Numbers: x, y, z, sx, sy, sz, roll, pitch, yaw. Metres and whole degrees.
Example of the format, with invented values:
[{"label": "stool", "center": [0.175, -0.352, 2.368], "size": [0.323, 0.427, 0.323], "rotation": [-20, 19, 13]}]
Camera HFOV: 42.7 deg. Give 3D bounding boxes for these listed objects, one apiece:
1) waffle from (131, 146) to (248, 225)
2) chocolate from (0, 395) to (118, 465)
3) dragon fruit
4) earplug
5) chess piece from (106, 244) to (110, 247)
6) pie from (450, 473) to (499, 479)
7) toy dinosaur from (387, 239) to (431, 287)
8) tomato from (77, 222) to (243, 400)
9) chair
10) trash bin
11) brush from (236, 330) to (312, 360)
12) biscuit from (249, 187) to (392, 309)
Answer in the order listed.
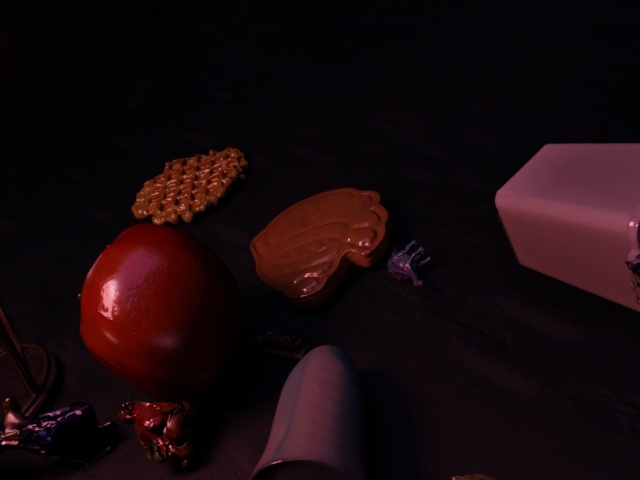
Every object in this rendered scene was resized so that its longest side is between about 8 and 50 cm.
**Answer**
[{"label": "waffle", "center": [-0.347, -0.145, 2.157], "size": [0.311, 0.060, 0.307], "rotation": [9, 47, 37]}, {"label": "chocolate", "center": [-0.549, 0.359, 1.511], "size": [0.343, 0.148, 0.126], "rotation": [-6, 1, -3]}, {"label": "dragon fruit", "center": [-0.281, 0.330, 1.455], "size": [0.138, 0.142, 0.175], "rotation": [-2, 50, -26]}, {"label": "earplug", "center": [-0.003, 0.293, 1.300], "size": [0.185, 0.185, 0.324], "rotation": [-15, 29, 15]}, {"label": "chess piece", "center": [-0.446, 0.066, 1.870], "size": [0.059, 0.149, 0.059], "rotation": [-16, 36, 11]}, {"label": "pie", "center": [0.195, 0.427, 1.071], "size": [0.306, 0.071, 0.306], "rotation": [-16, 35, 12]}, {"label": "toy dinosaur", "center": [0.168, 0.041, 1.598], "size": [0.080, 0.045, 0.197], "rotation": [-42, 26, 1]}, {"label": "tomato", "center": [-0.293, 0.136, 1.521], "size": [0.289, 0.325, 0.293], "rotation": [16, 58, 10]}, {"label": "chair", "center": [-0.778, 0.212, 1.665], "size": [0.362, 0.410, 0.364], "rotation": [-36, 36, -12]}, {"label": "trash bin", "center": [0.475, -0.018, 1.325], "size": [0.296, 0.256, 0.367], "rotation": [-44, 32, -20]}, {"label": "brush", "center": [-0.127, 0.195, 1.601], "size": [0.248, 0.036, 0.043], "rotation": [5, 37, 38]}, {"label": "biscuit", "center": [0.000, 0.000, 1.738], "size": [0.312, 0.057, 0.351], "rotation": [-27, 32, 5]}]
